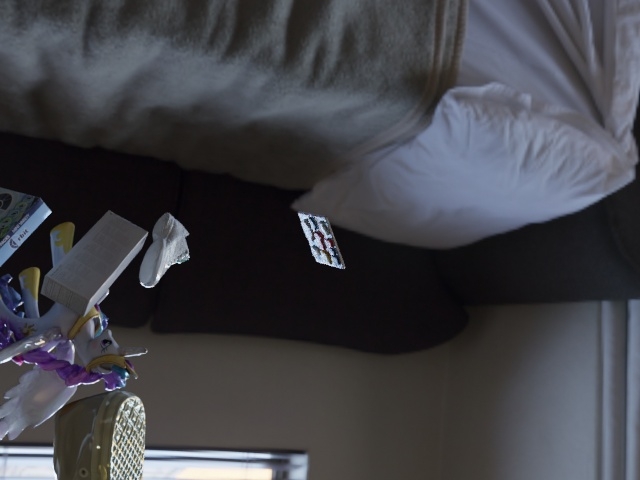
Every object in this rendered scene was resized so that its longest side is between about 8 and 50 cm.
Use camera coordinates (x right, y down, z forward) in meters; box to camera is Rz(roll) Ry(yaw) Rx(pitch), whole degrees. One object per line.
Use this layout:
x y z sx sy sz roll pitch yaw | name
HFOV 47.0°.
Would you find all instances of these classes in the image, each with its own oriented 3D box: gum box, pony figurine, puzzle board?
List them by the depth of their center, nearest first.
-0.607 -0.025 1.346 0.184 0.157 0.041 12 144 35 | gum box
-0.552 0.190 1.449 0.351 0.363 0.303 -30 153 -8 | pony figurine
0.000 0.000 1.582 0.011 0.128 0.096 -35 -152 -30 | puzzle board

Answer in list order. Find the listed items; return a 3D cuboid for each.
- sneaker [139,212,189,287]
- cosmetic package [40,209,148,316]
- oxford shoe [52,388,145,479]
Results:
-0.347 0.032 1.692 0.094 0.212 0.080 38 129 -27 | sneaker
-0.451 0.042 1.485 0.098 0.239 0.060 31 128 -3 | cosmetic package
-0.374 0.457 1.179 0.130 0.450 0.169 5 180 13 | oxford shoe
